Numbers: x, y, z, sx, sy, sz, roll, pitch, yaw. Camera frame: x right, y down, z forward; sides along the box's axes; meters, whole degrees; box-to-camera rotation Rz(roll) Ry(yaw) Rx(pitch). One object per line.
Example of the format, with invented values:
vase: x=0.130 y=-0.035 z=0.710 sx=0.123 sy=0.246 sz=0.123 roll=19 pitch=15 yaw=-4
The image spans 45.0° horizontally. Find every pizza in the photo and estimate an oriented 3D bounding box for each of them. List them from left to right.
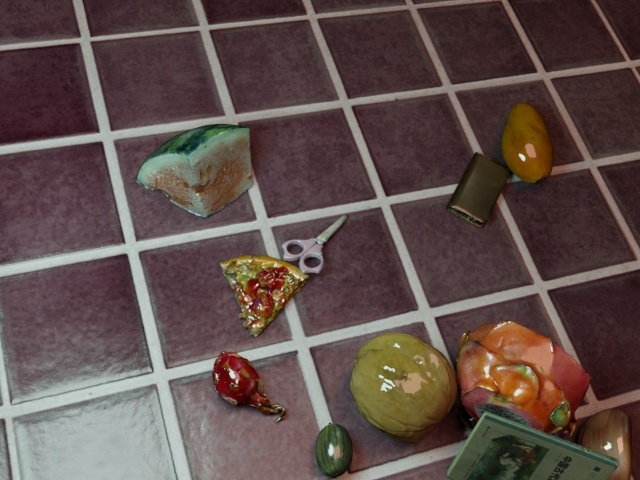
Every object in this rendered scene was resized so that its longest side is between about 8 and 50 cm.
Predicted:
pizza: x=-0.122 y=0.117 z=1.717 sx=0.201 sy=0.053 sz=0.193 roll=3 pitch=61 yaw=-11

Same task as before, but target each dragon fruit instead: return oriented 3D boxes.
dragon fruit: x=-0.150 y=0.309 z=1.593 sx=0.190 sy=0.094 sz=0.094 roll=45 pitch=62 yaw=0
dragon fruit: x=0.405 y=0.310 z=1.604 sx=0.291 sy=0.290 sz=0.189 roll=29 pitch=66 yaw=4

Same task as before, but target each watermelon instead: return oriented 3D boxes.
watermelon: x=-0.266 y=-0.160 z=1.768 sx=0.213 sy=0.262 sz=0.201 roll=-37 pitch=103 yaw=-30
watermelon: x=0.028 y=0.424 z=1.571 sx=0.078 sy=0.078 sz=0.110 roll=6 pitch=59 yaw=-9

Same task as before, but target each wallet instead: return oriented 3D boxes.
wallet: x=0.406 y=-0.131 z=1.979 sx=0.110 sy=0.031 sz=0.198 roll=29 pitch=60 yaw=4

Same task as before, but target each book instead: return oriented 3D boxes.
book: x=0.424 y=0.462 z=1.570 sx=0.283 sy=0.214 sz=0.025 roll=19 pitch=35 yaw=1

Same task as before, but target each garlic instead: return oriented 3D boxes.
garlic: x=0.615 y=0.461 z=1.671 sx=0.115 sy=0.128 sz=0.206 roll=-1 pitch=67 yaw=14

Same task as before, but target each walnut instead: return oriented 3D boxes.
walnut: x=0.167 y=0.298 z=1.603 sx=0.228 sy=0.228 sz=0.228 roll=5 pitch=61 yaw=-10

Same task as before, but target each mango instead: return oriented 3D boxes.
mango: x=0.539 y=-0.263 z=2.031 sx=0.139 sy=0.113 sz=0.253 roll=11 pitch=57 yaw=-18

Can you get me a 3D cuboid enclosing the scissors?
scissors: x=0.000 y=0.000 z=1.813 sx=0.110 sy=0.021 sz=0.212 roll=35 pitch=50 yaw=16
